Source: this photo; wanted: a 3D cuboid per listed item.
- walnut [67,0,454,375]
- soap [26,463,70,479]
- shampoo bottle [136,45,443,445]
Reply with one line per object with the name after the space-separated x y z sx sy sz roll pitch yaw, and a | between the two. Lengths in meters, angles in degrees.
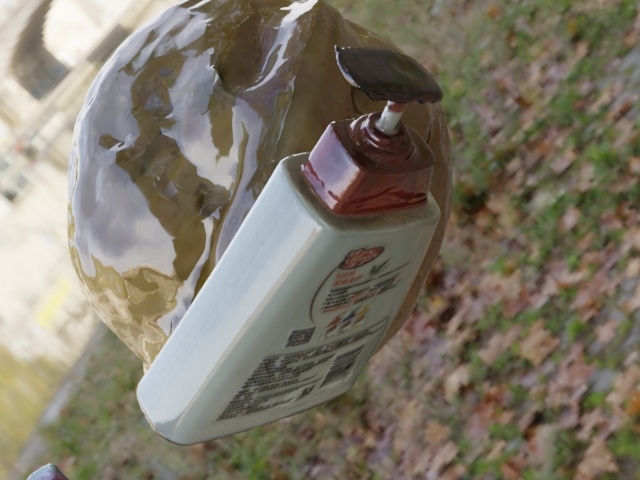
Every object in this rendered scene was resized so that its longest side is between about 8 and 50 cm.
-0.053 -0.040 1.248 0.383 0.383 0.383 -44 13 13 | walnut
-0.161 0.218 0.830 0.100 0.149 0.056 -35 42 -4 | soap
0.000 0.000 0.759 0.153 0.071 0.284 -13 -36 -34 | shampoo bottle
